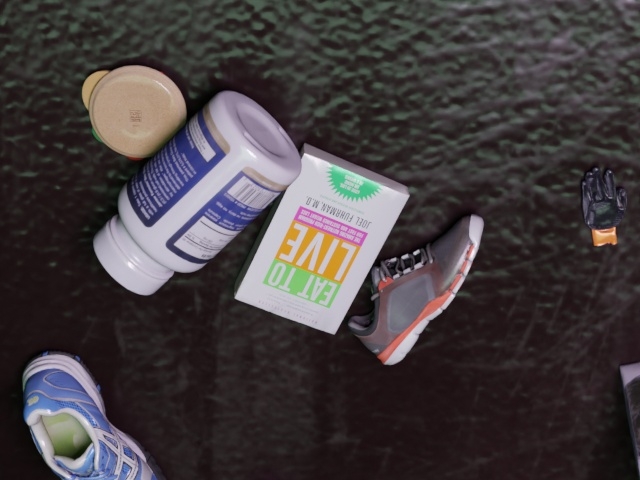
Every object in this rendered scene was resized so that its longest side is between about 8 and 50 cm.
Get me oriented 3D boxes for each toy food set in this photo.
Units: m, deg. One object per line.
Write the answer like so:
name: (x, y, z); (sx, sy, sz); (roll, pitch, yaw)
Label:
toy food set: (-0.150, -0.104, 1.373); (0.083, 0.020, 0.082); (-13, 114, 9)

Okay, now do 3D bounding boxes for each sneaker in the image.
sneaker: (-0.202, 0.200, 1.486); (0.080, 0.081, 0.211); (-29, 111, 14)
sneaker: (0.076, 0.034, 1.403); (0.065, 0.061, 0.158); (34, 112, -4)

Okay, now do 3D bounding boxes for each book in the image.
book: (0.000, 0.000, 1.408); (0.096, 0.035, 0.144); (22, 113, -10)

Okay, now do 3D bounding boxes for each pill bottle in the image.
pill bottle: (-0.104, -0.034, 1.362); (0.094, 0.094, 0.169); (42, 111, -15)

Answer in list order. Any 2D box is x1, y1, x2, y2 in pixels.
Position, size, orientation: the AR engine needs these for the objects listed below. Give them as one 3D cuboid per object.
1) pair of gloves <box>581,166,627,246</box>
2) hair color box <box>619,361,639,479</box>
pair of gloves: (0.257, -0.033, 1.384); (0.083, 0.010, 0.074); (-9, 115, 11)
hair color box: (0.444, 0.156, 1.362); (0.374, 0.185, 0.113); (-13, 114, 10)
